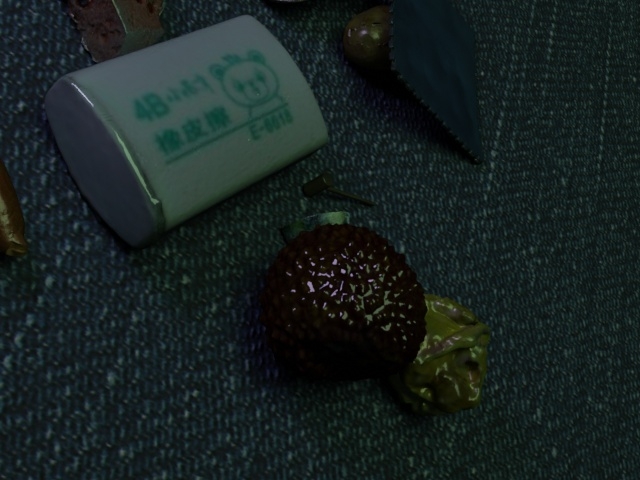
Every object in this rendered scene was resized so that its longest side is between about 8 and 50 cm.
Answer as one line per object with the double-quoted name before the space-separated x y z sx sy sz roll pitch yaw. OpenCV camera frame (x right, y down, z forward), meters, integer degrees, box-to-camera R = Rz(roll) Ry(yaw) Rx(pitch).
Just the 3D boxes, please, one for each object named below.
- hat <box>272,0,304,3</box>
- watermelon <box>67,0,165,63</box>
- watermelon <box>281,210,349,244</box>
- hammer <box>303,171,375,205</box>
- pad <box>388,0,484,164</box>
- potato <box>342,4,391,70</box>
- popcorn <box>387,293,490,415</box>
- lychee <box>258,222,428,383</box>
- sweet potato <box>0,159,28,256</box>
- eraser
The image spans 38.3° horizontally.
"hat" -0.028 -0.395 1.280 0.173 0.144 0.166 -33 93 0
"watermelon" -0.244 -0.306 1.044 0.154 0.094 0.241 -4 71 -50
"watermelon" 0.000 0.000 1.105 0.085 0.085 0.061 38 20 -17
"hammer" 0.030 -0.058 1.163 0.110 0.035 0.019 18 56 -41
"pad" 0.169 -0.278 1.340 0.270 0.012 0.269 37 46 -44
"potato" 0.089 -0.285 1.298 0.138 0.070 0.091 -30 89 -44
"popcorn" 0.134 0.135 1.088 0.126 0.126 0.145 -7 87 -15
"lychee" 0.026 0.067 0.995 0.188 0.188 0.188 18 57 -31
"sweet potato" -0.328 -0.067 0.865 0.056 0.056 0.195 -31 84 -44
"eraser" -0.138 -0.129 1.015 0.290 0.104 0.189 -34 87 -44
